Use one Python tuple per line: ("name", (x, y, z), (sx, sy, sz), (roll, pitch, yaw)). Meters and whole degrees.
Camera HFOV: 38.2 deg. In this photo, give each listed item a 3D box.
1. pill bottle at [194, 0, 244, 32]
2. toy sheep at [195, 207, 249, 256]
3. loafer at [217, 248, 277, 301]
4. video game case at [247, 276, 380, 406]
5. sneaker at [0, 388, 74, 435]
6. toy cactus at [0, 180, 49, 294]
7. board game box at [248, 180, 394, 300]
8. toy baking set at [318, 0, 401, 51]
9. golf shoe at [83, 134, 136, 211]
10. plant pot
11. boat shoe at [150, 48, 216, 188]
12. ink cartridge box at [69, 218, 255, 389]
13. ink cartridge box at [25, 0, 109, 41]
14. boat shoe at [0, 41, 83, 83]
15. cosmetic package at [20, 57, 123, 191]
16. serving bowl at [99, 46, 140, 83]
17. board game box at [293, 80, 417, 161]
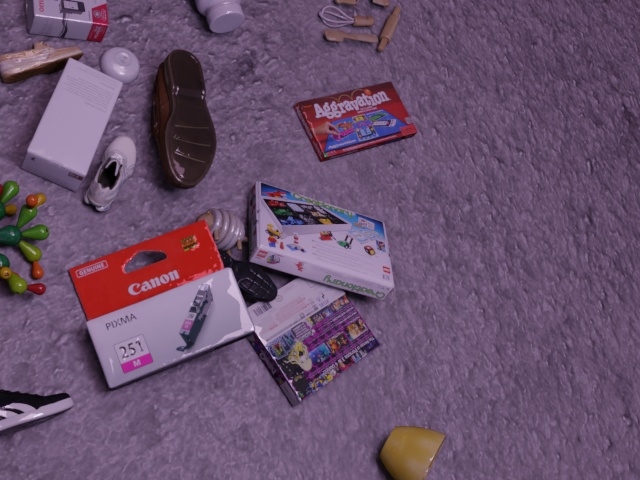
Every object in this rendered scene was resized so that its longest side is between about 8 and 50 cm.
("pill bottle", (-0.231, -0.554, 2.036), (0.108, 0.108, 0.180), (-10, 73, -32))
("toy sheep", (-0.192, -0.018, 1.816), (0.132, 0.091, 0.091), (29, 52, -43))
("loafer", (-0.163, 0.072, 1.792), (0.170, 0.061, 0.062), (32, 54, -5))
("video game case", (-0.023, 0.181, 1.836), (0.232, 0.042, 0.210), (-31, 82, -36))
("sneaker", (-0.520, 0.253, 1.506), (0.217, 0.079, 0.121), (-15, 76, -32))
("toy cactus", (-0.562, -0.005, 1.605), (0.180, 0.112, 0.219), (-5, 78, -20))
("board game box", (0.000, 0.000, 1.898), (0.305, 0.053, 0.193), (17, 41, -21))
("toy baking set", (0.095, -0.546, 2.264), (0.196, 0.030, 0.256), (25, 57, -13))
("golf shoe", (-0.389, -0.140, 1.765), (0.069, 0.086, 0.176), (24, 56, -15))
("plant pot", (0.171, 0.413, 1.793), (0.095, 0.134, 0.134), (27, 53, 15))
("boat shoe", (-0.282, -0.228, 1.859), (0.110, 0.104, 0.307), (15, 59, -32))
("ink cartridge box", (-0.286, 0.106, 1.658), (0.275, 0.060, 0.239), (-21, 80, -12))
("ink cartridge box", (-0.513, -0.470, 1.868), (0.150, 0.063, 0.109), (1, 67, -29))
("boat shoe", (-0.545, -0.357, 1.797), (0.170, 0.063, 0.059), (-25, 86, -34))
("cosmetic package", (-0.471, -0.221, 1.761), (0.117, 0.085, 0.231), (25, 59, -16))
("serving bowl", (-0.408, -0.364, 1.897), (0.083, 0.027, 0.083), (13, 61, -24))
("board game box", (0.084, -0.277, 2.127), (0.281, 0.027, 0.145), (-19, 76, -34))
